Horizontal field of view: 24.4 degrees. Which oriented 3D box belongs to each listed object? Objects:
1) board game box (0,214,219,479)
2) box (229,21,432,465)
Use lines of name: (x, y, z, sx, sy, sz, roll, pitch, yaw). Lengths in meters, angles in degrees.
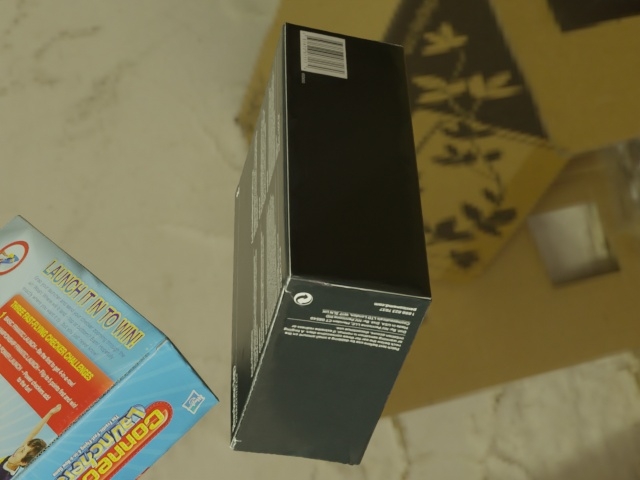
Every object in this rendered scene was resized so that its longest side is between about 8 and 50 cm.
board game box: (-0.285, 0.152, 1.242, 0.308, 0.302, 0.086, 32, 161, 51)
box: (0.000, 0.000, 1.066, 0.261, 0.103, 0.184, -92, 18, -44)
